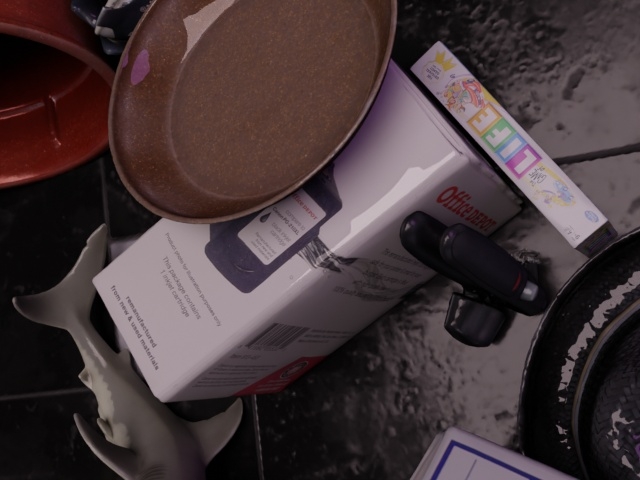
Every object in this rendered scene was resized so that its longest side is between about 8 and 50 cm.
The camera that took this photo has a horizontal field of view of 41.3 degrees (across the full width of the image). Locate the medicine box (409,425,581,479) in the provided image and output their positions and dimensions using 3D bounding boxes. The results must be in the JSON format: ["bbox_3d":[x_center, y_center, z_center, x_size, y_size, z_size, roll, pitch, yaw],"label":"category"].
[{"bbox_3d":[0.157,0.269,0.424,0.289,0.263,0.149,21,52,22],"label":"medicine box"}]

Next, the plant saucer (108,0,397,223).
[{"bbox_3d":[-0.038,-0.097,0.493,0.199,0.036,0.198,-13,65,29],"label":"plant saucer"}]

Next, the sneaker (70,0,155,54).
[{"bbox_3d":[-0.086,-0.155,0.602,0.235,0.153,0.094,38,124,0],"label":"sneaker"}]

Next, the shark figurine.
[{"bbox_3d":[-0.127,0.131,0.671,0.116,0.166,0.278,-29,55,-8],"label":"shark figurine"}]

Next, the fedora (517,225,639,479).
[{"bbox_3d":[0.268,0.116,0.464,0.334,0.152,0.334,-2,85,22],"label":"fedora"}]

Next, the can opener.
[{"bbox_3d":[0.101,0.022,0.525,0.059,0.186,0.073,11,77,26],"label":"can opener"}]

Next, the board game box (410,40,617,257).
[{"bbox_3d":[0.130,-0.057,0.560,0.026,0.103,0.154,-43,71,14],"label":"board game box"}]

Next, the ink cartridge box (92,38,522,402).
[{"bbox_3d":[0.000,0.000,0.570,0.237,0.172,0.100,-39,70,14],"label":"ink cartridge box"}]

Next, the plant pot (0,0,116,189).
[{"bbox_3d":[-0.306,-0.211,0.679,0.272,0.272,0.265,-18,72,20],"label":"plant pot"}]
